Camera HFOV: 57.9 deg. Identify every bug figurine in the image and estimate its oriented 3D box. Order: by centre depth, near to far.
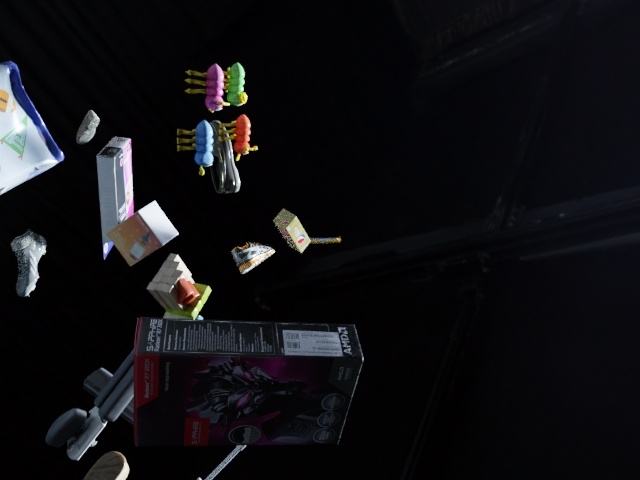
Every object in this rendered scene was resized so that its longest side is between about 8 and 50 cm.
[{"bbox_3d":[-0.204,-0.260,1.210,0.072,0.216,0.279,7,-162,14],"label":"bug figurine"}]

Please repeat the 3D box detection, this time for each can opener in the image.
[{"bbox_3d":[-0.467,0.349,1.246,0.280,0.093,0.074,-49,-137,-4],"label":"can opener"}]

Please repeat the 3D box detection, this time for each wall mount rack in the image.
[{"bbox_3d":[-0.237,0.687,1.436,0.130,0.304,0.350,1,-160,-17],"label":"wall mount rack"}]

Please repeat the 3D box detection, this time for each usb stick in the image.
[{"bbox_3d":[-0.531,0.437,1.572,0.278,0.045,0.077,25,-134,23],"label":"usb stick"}]

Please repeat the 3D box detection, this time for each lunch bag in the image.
[{"bbox_3d":[-0.719,-0.149,0.985,0.385,0.239,0.328,-4,-154,31],"label":"lunch bag"}]

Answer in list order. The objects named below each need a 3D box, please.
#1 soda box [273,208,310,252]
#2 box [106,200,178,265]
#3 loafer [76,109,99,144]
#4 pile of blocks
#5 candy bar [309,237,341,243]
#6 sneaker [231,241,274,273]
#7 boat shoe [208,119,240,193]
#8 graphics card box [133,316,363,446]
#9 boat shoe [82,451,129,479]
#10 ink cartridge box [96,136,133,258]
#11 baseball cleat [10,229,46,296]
[{"bbox_3d":[-0.096,-0.031,1.975,0.061,0.181,0.058,31,-106,29],"label":"soda box"},{"bbox_3d":[-0.554,-0.021,1.800,0.170,0.130,0.091,-28,-168,31],"label":"box"},{"bbox_3d":[-0.723,-0.350,1.792,0.045,0.039,0.125,-8,152,-51],"label":"loafer"},{"bbox_3d":[-0.298,0.208,1.390,0.112,0.362,0.149,11,-149,24],"label":"pile of blocks"},{"bbox_3d":[0.000,0.000,2.273,0.161,0.018,0.040,-2,-155,1],"label":"candy bar"},{"bbox_3d":[-0.221,0.040,1.904,0.084,0.083,0.215,-38,178,19],"label":"sneaker"},{"bbox_3d":[-0.307,-0.251,1.736,0.068,0.228,0.081,-15,176,-40],"label":"boat shoe"},{"bbox_3d":[-0.130,0.250,1.000,0.371,0.233,0.094,4,-147,-13],"label":"graphics card box"},{"bbox_3d":[-0.702,0.795,1.715,0.121,0.110,0.341,29,-126,24],"label":"boat shoe"},{"bbox_3d":[-0.670,-0.136,1.900,0.069,0.371,0.176,7,-151,-5],"label":"ink cartridge box"},{"bbox_3d":[-0.896,0.064,1.741,0.072,0.109,0.206,-14,-126,18],"label":"baseball cleat"}]
